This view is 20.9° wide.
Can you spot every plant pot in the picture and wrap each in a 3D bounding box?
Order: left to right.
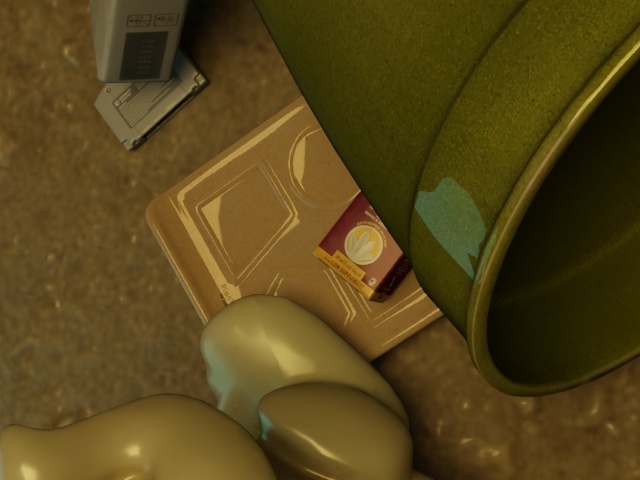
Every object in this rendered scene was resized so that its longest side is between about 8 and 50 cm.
[{"bbox_3d":[0.121,-0.155,1.079,0.366,0.366,0.353,-51,61,12],"label":"plant pot"}]

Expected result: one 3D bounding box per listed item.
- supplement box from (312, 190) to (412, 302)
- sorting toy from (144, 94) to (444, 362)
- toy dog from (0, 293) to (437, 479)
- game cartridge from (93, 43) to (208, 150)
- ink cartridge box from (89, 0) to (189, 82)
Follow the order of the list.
[{"bbox_3d":[0.044,-0.005,1.206,0.055,0.043,0.083,39,96,17],"label":"supplement box"},{"bbox_3d":[0.000,0.000,1.263,0.208,0.038,0.193,-33,77,12],"label":"sorting toy"},{"bbox_3d":[-0.054,0.265,1.058,0.395,0.408,0.284,38,109,9],"label":"toy dog"},{"bbox_3d":[-0.131,-0.115,1.325,0.083,0.017,0.056,-40,78,15],"label":"game cartridge"},{"bbox_3d":[-0.130,-0.277,1.210,0.060,0.275,0.238,-3,67,-13],"label":"ink cartridge box"}]
